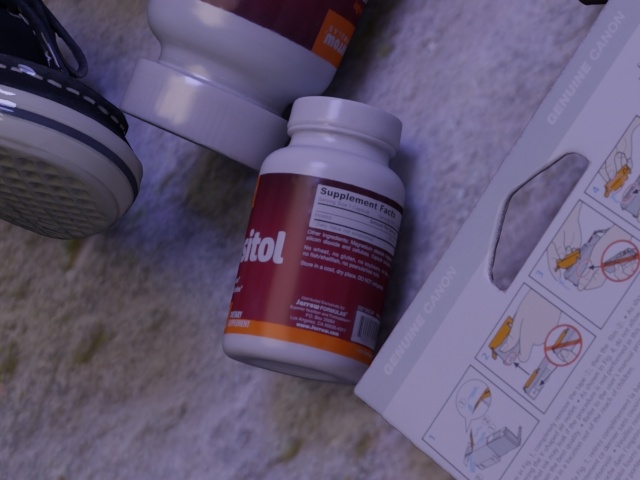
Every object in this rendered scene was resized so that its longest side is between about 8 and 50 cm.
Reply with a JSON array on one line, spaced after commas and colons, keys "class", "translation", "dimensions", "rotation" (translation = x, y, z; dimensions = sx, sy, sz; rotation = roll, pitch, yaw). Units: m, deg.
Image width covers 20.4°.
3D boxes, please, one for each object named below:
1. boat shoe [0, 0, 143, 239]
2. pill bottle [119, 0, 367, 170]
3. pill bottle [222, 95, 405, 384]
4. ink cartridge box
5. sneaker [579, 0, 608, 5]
[{"class": "boat shoe", "translation": [-0.248, -0.118, 1.144], "dimensions": [0.500, 0.187, 0.156], "rotation": [21, 82, 58]}, {"class": "pill bottle", "translation": [-0.030, -0.159, 1.064], "dimensions": [0.121, 0.121, 0.221], "rotation": [24, 91, 41]}, {"class": "pill bottle", "translation": [0.000, 0.000, 1.010], "dimensions": [0.086, 0.086, 0.152], "rotation": [4, 77, 39]}, {"class": "ink cartridge box", "translation": [0.174, 0.037, 0.878], "dimensions": [0.239, 0.060, 0.275], "rotation": [40, 101, 40]}, {"class": "sneaker", "translation": [0.191, -0.231, 0.939], "dimensions": [0.118, 0.083, 0.222], "rotation": [3, 77, 40]}]
